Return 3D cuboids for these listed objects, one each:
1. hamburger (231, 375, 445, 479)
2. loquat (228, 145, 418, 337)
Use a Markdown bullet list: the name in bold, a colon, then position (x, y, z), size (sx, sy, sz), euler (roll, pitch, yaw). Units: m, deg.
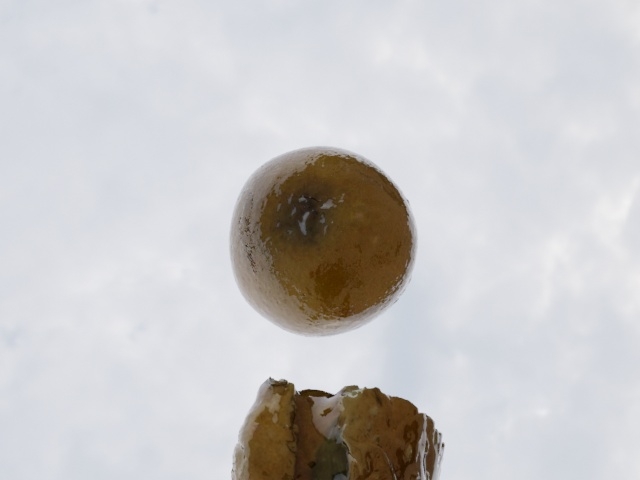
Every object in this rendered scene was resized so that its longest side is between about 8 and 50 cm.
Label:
- **hamburger**: position (0.012, 0.269, 0.711), size (0.330, 0.162, 0.209), euler (79, -156, -61)
- **loquat**: position (0.000, 0.000, 1.086), size (0.263, 0.263, 0.263), euler (1, -91, -35)
